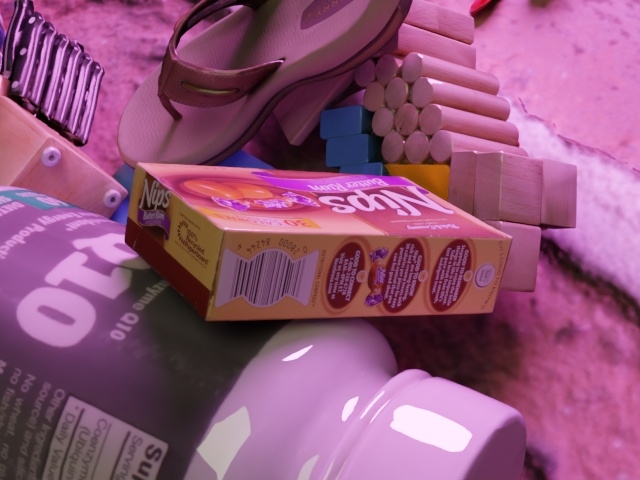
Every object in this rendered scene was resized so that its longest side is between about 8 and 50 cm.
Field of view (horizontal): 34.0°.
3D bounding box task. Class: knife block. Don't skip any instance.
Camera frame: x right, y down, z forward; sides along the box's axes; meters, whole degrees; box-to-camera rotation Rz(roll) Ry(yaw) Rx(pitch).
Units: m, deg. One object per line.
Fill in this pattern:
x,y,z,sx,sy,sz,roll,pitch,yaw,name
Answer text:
-0.273,-0.053,0.821,0.275,0.088,0.242,-53,47,-3,knife block

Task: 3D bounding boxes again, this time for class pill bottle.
-0.081,0.111,0.607,0.361,0.204,0.204,20,69,24,pill bottle

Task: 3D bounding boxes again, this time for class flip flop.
-0.056,-0.133,0.723,0.277,0.080,0.112,-23,59,39,flip flop

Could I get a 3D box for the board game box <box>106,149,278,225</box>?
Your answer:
-0.091,-0.008,0.777,0.169,0.033,0.133,30,76,29,board game box

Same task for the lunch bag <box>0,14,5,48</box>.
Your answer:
-0.416,-0.213,0.834,0.243,0.303,0.115,-22,66,4,lunch bag

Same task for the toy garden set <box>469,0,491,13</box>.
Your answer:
0.168,-0.287,0.844,0.244,0.049,0.204,-37,58,-5,toy garden set

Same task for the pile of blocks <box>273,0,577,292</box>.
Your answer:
0.063,-0.100,0.752,0.149,0.113,0.362,-45,55,34,pile of blocks

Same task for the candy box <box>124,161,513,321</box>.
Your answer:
0.000,0.000,0.579,0.109,0.187,0.053,35,119,52,candy box
